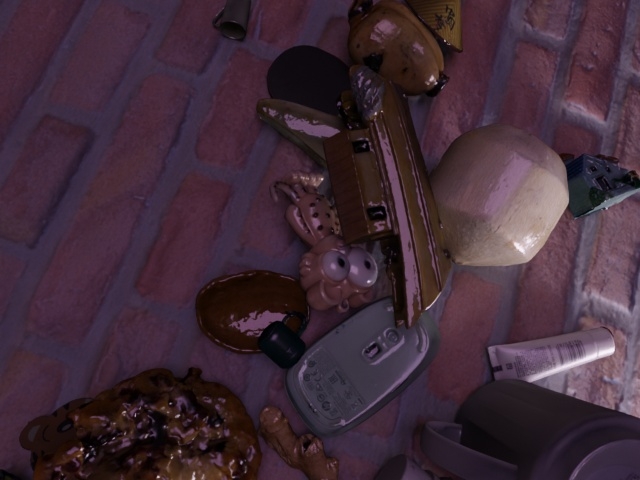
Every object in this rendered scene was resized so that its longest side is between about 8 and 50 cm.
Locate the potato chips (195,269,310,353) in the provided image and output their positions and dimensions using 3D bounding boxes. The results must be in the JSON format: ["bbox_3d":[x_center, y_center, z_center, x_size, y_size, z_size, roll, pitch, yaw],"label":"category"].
[{"bbox_3d":[-0.119,0.126,0.869,0.201,0.049,0.150,-7,98,-10],"label":"potato chips"}]

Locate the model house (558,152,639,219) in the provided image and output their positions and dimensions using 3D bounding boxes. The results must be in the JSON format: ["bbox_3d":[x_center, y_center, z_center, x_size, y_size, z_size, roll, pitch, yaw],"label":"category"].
[{"bbox_3d":[0.568,-0.138,1.010,0.148,0.119,0.149,-22,74,-13],"label":"model house"}]

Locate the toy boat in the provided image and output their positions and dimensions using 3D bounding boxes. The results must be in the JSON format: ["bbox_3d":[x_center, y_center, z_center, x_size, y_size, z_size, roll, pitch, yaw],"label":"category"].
[{"bbox_3d":[0.104,-0.076,0.815,0.162,0.136,0.446,-12,82,-10],"label":"toy boat"}]

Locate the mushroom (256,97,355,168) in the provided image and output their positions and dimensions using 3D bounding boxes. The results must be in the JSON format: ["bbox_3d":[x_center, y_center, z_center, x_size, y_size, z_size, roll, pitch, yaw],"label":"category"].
[{"bbox_3d":[0.032,-0.191,0.945,0.333,0.087,0.107,14,91,-3],"label":"mushroom"}]

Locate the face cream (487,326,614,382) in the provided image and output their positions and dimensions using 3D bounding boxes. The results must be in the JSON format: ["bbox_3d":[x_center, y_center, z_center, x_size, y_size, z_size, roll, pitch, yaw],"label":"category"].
[{"bbox_3d":[0.448,0.224,0.940,0.243,0.058,0.092,-12,86,-6],"label":"face cream"}]

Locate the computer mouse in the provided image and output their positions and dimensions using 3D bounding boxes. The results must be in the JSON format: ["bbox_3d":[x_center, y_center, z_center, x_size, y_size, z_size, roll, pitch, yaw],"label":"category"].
[{"bbox_3d":[0.078,0.215,0.860,0.288,0.097,0.159,-37,71,-5],"label":"computer mouse"}]

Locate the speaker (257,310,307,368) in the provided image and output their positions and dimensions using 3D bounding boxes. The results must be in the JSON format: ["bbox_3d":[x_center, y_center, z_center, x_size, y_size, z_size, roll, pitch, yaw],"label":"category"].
[{"bbox_3d":[-0.060,0.168,0.841,0.075,0.060,0.094,45,45,-12],"label":"speaker"}]

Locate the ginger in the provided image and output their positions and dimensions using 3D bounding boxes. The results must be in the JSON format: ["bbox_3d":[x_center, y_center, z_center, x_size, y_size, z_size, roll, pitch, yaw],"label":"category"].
[{"bbox_3d":[0.001,0.391,0.823,0.288,0.075,0.089,44,103,3],"label":"ginger"}]

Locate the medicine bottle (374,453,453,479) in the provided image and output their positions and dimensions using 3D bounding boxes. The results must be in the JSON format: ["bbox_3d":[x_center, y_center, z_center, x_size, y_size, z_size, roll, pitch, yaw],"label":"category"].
[{"bbox_3d":[0.204,0.476,0.799,0.247,0.147,0.147,40,75,2],"label":"medicine bottle"}]

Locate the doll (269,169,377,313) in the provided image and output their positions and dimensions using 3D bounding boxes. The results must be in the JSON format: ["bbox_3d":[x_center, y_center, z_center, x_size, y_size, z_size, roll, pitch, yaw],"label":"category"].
[{"bbox_3d":[0.001,-0.001,0.881,0.154,0.119,0.278,-14,76,-47],"label":"doll"}]

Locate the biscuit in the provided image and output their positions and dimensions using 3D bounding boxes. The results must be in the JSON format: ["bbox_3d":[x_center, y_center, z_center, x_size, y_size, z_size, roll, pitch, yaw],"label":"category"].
[{"bbox_3d":[-0.244,0.340,0.731,0.334,0.081,0.290,-14,73,-38],"label":"biscuit"}]

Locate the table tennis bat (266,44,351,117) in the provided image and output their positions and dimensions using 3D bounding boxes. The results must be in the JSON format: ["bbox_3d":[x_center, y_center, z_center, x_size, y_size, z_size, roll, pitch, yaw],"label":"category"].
[{"bbox_3d":[0.031,-0.291,1.000,0.301,0.022,0.173,34,76,0],"label":"table tennis bat"}]

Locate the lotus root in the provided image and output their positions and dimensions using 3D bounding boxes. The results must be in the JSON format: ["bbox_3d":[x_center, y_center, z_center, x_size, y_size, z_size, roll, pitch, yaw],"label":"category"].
[{"bbox_3d":[0.145,-0.386,0.981,0.257,0.140,0.154,40,61,-9],"label":"lotus root"}]

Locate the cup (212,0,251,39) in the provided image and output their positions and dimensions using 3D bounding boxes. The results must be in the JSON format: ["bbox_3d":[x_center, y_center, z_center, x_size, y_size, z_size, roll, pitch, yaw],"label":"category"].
[{"bbox_3d":[-0.179,-0.462,0.998,0.054,0.074,0.083,23,68,-41],"label":"cup"}]

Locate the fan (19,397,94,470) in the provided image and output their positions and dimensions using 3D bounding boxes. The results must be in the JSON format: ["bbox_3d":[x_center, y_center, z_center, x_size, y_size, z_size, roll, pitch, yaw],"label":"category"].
[{"bbox_3d":[-0.361,0.305,0.789,0.226,0.008,0.152,-29,56,-25],"label":"fan"}]

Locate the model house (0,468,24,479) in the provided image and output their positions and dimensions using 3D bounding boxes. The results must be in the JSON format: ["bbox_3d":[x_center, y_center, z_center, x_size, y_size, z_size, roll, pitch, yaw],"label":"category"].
[{"bbox_3d":[-0.478,0.456,0.685,0.194,0.170,0.211,-43,86,-12],"label":"model house"}]

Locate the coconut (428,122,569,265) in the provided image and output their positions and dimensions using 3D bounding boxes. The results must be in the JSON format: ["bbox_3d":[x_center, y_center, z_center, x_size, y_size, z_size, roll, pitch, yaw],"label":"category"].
[{"bbox_3d":[0.304,-0.069,0.888,0.245,0.245,0.247,37,94,0],"label":"coconut"}]

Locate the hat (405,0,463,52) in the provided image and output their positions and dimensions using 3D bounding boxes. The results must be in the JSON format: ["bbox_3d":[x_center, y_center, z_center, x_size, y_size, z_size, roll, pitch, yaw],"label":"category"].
[{"bbox_3d":[0.255,-0.486,0.995,0.193,0.082,0.193,29,39,-27],"label":"hat"}]

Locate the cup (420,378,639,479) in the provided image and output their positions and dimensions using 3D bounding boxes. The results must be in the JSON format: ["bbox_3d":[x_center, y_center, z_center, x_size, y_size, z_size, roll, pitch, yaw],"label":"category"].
[{"bbox_3d":[0.329,0.349,0.742,0.322,0.327,0.237,11,83,-2],"label":"cup"}]
